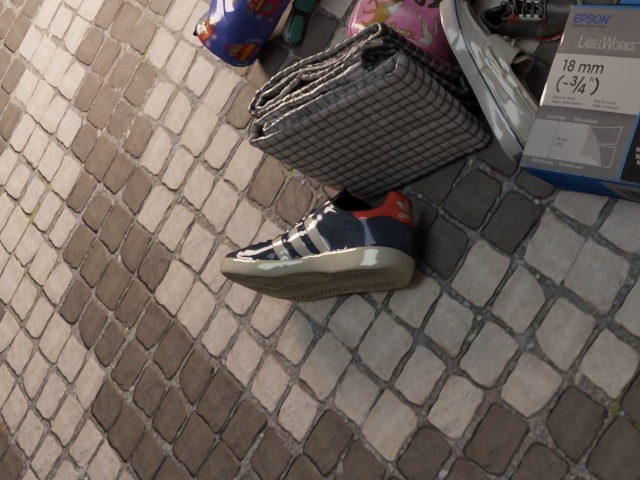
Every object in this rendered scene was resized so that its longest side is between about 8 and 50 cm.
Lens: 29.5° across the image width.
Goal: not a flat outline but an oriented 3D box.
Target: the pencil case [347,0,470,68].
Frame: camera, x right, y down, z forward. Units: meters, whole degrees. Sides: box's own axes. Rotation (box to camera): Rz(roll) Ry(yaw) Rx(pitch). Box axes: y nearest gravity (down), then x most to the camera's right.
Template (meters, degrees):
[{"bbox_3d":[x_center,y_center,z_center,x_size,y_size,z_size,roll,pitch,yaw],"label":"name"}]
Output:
[{"bbox_3d":[0.154,-0.438,1.828,0.167,0.160,0.386,6,79,32],"label":"pencil case"}]

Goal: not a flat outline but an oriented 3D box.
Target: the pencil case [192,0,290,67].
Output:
[{"bbox_3d":[-0.103,-0.440,2.080,0.306,0.119,0.133,-53,36,37],"label":"pencil case"}]

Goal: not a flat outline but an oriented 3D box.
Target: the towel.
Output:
[{"bbox_3d":[0.070,-0.187,1.759,0.284,0.235,0.121,-25,51,36],"label":"towel"}]

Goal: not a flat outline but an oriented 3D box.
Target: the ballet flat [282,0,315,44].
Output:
[{"bbox_3d":[-0.040,-0.393,2.102,0.041,0.041,0.114,15,83,48],"label":"ballet flat"}]

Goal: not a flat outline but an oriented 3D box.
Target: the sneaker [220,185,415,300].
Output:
[{"bbox_3d":[0.000,0.000,1.835,0.350,0.131,0.148,-5,66,36],"label":"sneaker"}]

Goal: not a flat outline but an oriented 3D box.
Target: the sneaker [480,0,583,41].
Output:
[{"bbox_3d":[0.292,-0.315,1.710,0.158,0.065,0.061,-7,68,44],"label":"sneaker"}]

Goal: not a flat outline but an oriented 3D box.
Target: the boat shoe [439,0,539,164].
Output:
[{"bbox_3d":[0.250,-0.237,1.683,0.088,0.096,0.267,-30,64,19],"label":"boat shoe"}]

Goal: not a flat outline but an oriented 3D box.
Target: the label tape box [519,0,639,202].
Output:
[{"bbox_3d":[0.415,-0.217,1.514,0.241,0.106,0.333,15,84,47],"label":"label tape box"}]
